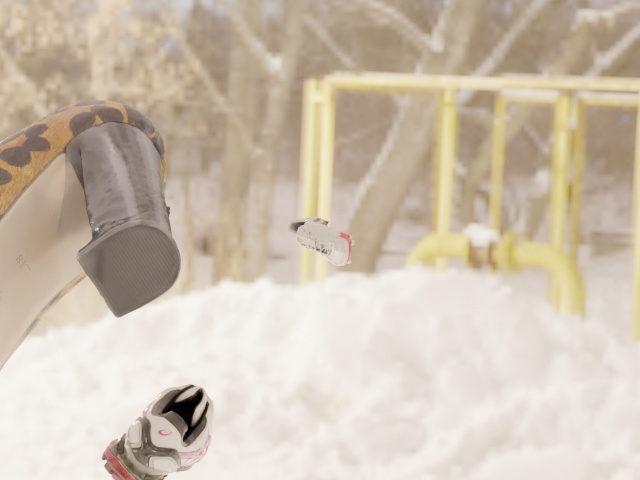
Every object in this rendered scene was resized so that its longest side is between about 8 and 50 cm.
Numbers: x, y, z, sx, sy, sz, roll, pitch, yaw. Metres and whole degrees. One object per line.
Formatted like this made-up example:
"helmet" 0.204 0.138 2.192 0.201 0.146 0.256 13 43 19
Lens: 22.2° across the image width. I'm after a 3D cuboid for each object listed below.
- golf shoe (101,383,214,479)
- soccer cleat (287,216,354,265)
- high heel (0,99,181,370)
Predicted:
"golf shoe" -0.117 0.158 1.397 0.067 0.086 0.186 46 16 -1
"soccer cleat" 0.000 0.000 1.303 0.035 0.029 0.083 5 17 -23
"high heel" -0.189 0.018 0.742 0.261 0.093 0.186 -21 25 -2
